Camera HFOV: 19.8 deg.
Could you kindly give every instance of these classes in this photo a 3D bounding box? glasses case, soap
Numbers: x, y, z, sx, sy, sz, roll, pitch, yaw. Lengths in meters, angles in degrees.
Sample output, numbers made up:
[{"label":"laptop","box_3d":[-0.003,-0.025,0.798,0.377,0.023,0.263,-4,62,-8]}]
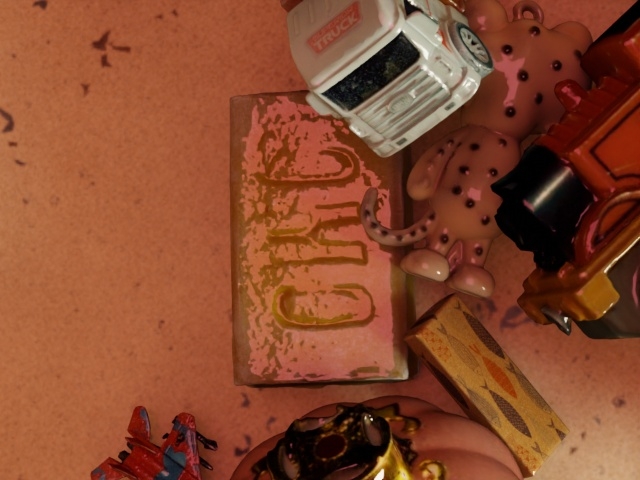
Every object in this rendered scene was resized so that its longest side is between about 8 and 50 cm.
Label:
[{"label":"glasses case","box_3d":[0.148,0.133,1.662,0.170,0.041,0.064,50,59,-7]},{"label":"soap","box_3d":[0.000,0.000,1.717,0.173,0.089,0.274,-3,82,9]}]

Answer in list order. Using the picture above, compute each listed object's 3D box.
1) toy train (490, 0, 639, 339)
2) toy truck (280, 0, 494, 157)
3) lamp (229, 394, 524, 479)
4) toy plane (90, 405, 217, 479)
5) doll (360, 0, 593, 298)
[{"label":"toy train","box_3d":[0.303,-0.078,1.587,0.369,0.163,0.231,-43,94,-12]},{"label":"toy truck","box_3d":[0.039,-0.231,1.629,0.136,0.162,0.305,-36,40,26]},{"label":"lamp","box_3d":[0.038,0.254,1.569,0.305,0.239,0.305,-11,37,9]},{"label":"toy plane","box_3d":[-0.123,0.243,1.725,0.189,0.061,0.130,35,90,9]},{"label":"doll","box_3d":[0.148,-0.089,1.663,0.154,0.119,0.278,28,81,-7]}]
